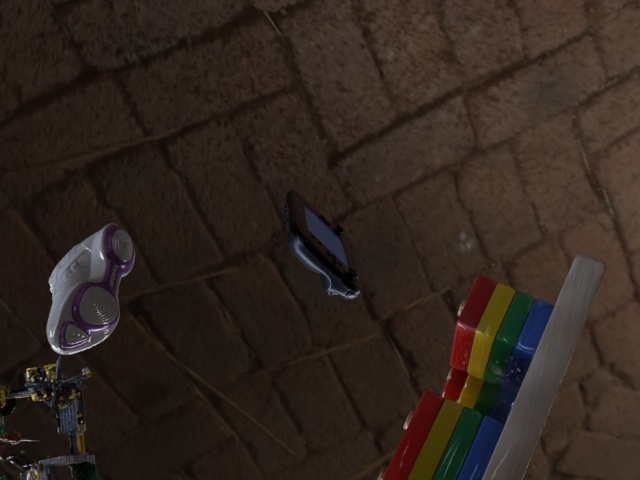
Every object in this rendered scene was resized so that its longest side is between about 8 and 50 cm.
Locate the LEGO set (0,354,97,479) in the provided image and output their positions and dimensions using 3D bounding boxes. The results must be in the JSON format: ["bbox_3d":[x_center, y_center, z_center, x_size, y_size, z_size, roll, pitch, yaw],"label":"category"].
[{"bbox_3d":[-0.533,0.378,1.532,0.254,0.192,0.332,-3,76,3],"label":"LEGO set"}]

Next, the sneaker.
[{"bbox_3d":[-0.440,0.102,1.571,0.152,0.305,0.114,-21,122,24],"label":"sneaker"}]

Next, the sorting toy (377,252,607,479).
[{"bbox_3d":[0.123,0.162,0.693,0.257,0.089,0.255,-60,162,-24],"label":"sorting toy"}]

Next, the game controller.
[{"bbox_3d":[0.000,0.000,1.520,0.067,0.319,0.166,-36,106,7],"label":"game controller"}]
